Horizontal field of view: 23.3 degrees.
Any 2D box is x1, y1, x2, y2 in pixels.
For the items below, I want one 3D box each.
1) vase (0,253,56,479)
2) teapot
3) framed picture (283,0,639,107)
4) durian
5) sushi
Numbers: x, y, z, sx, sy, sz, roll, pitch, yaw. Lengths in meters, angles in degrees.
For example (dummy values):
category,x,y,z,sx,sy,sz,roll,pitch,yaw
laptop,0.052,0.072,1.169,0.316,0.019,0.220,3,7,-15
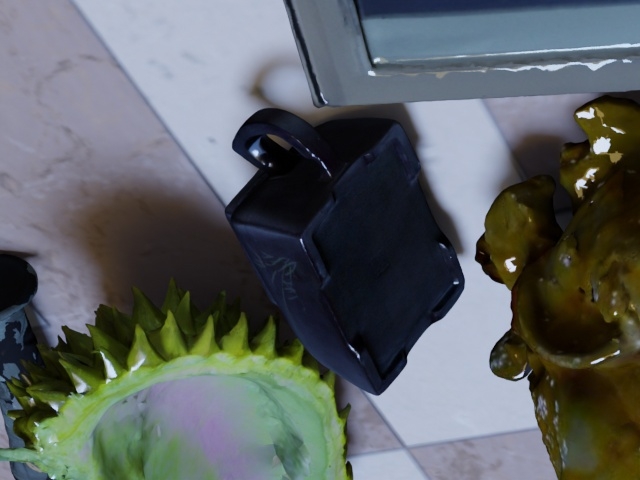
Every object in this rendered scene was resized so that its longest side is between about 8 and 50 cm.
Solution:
category,x,y,z,sx,sy,sz,roll,pitch,yaw
vase,-0.183,0.083,0.953,0.059,0.059,0.167,4,137,13
teapot,0.000,0.000,0.799,0.096,0.087,0.177,17,146,40
framed picture,0.171,-0.188,0.577,0.446,0.028,0.326,-2,135,19
durian,-0.073,0.144,0.900,0.158,0.169,0.355,5,144,18
sushi,0.186,0.054,0.727,0.204,0.213,0.200,21,117,-26
